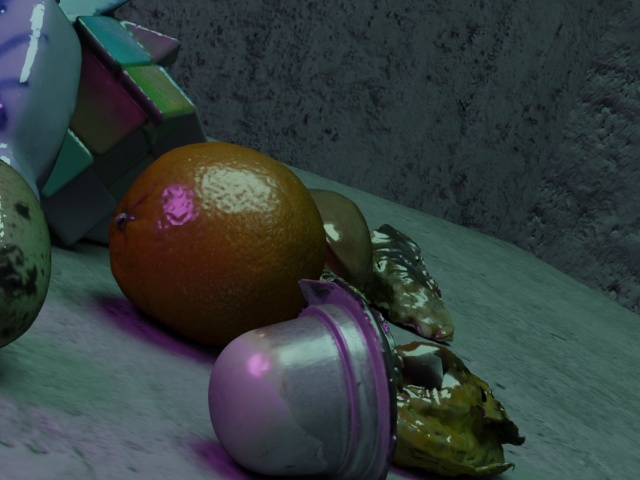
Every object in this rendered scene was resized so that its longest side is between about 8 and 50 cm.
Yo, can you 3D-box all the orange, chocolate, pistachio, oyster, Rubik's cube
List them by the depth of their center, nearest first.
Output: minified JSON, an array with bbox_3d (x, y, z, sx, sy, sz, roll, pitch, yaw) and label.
[{"bbox_3d":[-0.028,0.137,1.411,0.147,0.221,0.221,3,16,-25],"label":"chocolate"},{"bbox_3d":[-0.126,0.005,1.814,0.264,0.264,0.264,22,8,-3],"label":"orange"},{"bbox_3d":[-0.353,-0.182,2.118,0.387,0.358,0.368,36,-21,33],"label":"Rubik's cube"},{"bbox_3d":[0.000,0.000,2.387,0.213,0.163,0.260,42,-2,1],"label":"pistachio"},{"bbox_3d":[0.116,0.056,2.584,0.166,0.110,0.341,14,23,-20],"label":"oyster"}]

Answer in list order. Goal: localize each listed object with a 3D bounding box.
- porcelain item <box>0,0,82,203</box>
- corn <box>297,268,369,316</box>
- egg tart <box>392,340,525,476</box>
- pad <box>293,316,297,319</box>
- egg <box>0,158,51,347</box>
[{"bbox_3d":[-0.402,-0.184,1.782,0.243,0.178,0.405,0,49,-4],"label":"porcelain item"},{"bbox_3d":[-0.003,0.080,2.153,0.086,0.086,0.253,19,6,-24],"label":"corn"},{"bbox_3d":[0.103,0.173,1.731,0.297,0.132,0.297,23,1,-1],"label":"egg tart"},{"bbox_3d":[0.029,0.157,2.039,0.220,0.004,0.330,19,8,-24],"label":"pad"},{"bbox_3d":[-0.330,0.011,1.394,0.177,0.177,0.228,14,26,-48],"label":"egg"}]
